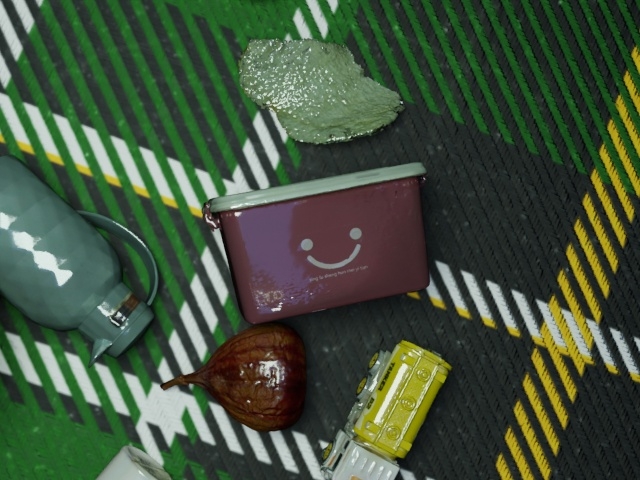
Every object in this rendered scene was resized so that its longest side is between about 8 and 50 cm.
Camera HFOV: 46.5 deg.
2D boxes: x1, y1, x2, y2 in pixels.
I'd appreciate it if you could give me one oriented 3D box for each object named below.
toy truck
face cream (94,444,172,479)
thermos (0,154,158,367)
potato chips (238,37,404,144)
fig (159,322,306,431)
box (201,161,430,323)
[{"bbox_3d":[0.089,0.245,1.019,0.098,0.114,0.226,30,83,-6],"label":"toy truck"},{"bbox_3d":[-0.323,0.414,0.961,0.092,0.092,0.311,41,81,-4],"label":"face cream"},{"bbox_3d":[-0.335,0.024,0.966,0.286,0.145,0.182,42,48,-6],"label":"thermos"},{"bbox_3d":[-0.001,-0.219,1.064,0.228,0.059,0.167,38,76,0],"label":"potato chips"},{"bbox_3d":[-0.117,0.175,0.993,0.201,0.134,0.146,6,76,1],"label":"fig"},{"bbox_3d":[0.000,0.000,0.990,0.294,0.193,0.167,-11,97,-9],"label":"box"}]
